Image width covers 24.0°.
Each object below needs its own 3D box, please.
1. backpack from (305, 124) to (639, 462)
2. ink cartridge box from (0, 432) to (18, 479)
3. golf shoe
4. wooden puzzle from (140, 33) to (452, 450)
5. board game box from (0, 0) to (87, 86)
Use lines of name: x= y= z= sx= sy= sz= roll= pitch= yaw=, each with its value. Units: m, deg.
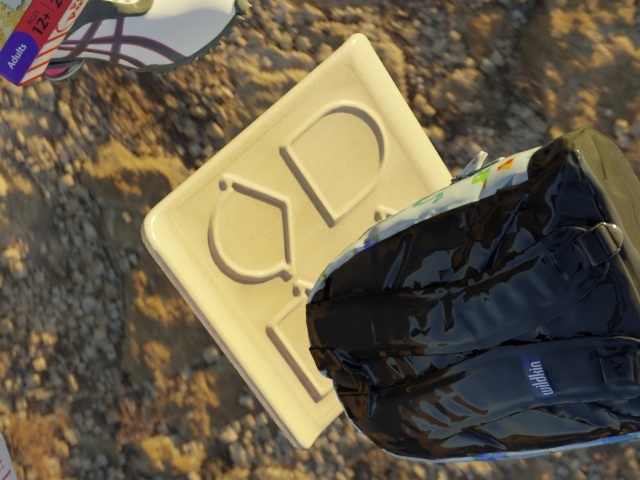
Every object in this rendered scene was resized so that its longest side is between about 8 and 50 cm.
backpack: x=0.159 y=0.070 z=1.385 sx=0.355 sy=0.273 sz=0.290 roll=-26 pitch=99 yaw=25
ink cartridge box: x=-0.367 y=0.331 z=1.522 sx=0.119 sy=0.207 sz=0.354 roll=-17 pitch=97 yaw=5
golf shoe: x=-0.201 y=-0.218 z=1.421 sx=0.272 sy=0.120 sz=0.105 roll=-11 pitch=68 yaw=13
wooden puzzle: x=0.000 y=0.000 z=1.632 sx=0.348 sy=0.080 sz=0.322 roll=-44 pitch=116 yaw=-22
board game box: x=-0.214 y=-0.208 z=0.894 sx=0.193 sy=0.045 sz=0.147 roll=36 pitch=109 yaw=-1
